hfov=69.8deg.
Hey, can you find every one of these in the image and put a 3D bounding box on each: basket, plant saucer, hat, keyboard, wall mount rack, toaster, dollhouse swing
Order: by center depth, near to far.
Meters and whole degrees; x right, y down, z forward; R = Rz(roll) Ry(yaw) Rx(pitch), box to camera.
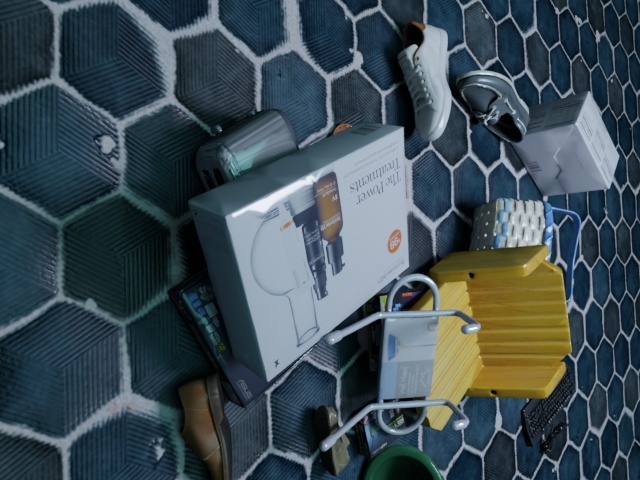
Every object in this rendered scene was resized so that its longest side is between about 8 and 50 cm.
[{"bbox_3d":[-0.106,-0.099,0.780,0.146,0.129,0.227,-35,116,-30],"label":"toaster"},{"bbox_3d":[0.137,0.246,0.860,0.303,0.130,0.351,-1,103,-13],"label":"wall mount rack"},{"bbox_3d":[0.054,-0.206,0.980,0.083,0.013,0.084,2,87,-38],"label":"plant saucer"},{"bbox_3d":[0.384,0.235,1.028,0.305,0.314,0.347,-43,121,-58],"label":"dollhouse swing"},{"bbox_3d":[0.184,0.557,1.031,0.172,0.183,0.209,-20,74,-2],"label":"hat"},{"bbox_3d":[0.546,0.012,1.213,0.288,0.201,0.255,16,76,-5],"label":"basket"},{"bbox_3d":[0.740,0.551,1.463,0.317,0.033,0.202,-25,103,-35],"label":"keyboard"}]

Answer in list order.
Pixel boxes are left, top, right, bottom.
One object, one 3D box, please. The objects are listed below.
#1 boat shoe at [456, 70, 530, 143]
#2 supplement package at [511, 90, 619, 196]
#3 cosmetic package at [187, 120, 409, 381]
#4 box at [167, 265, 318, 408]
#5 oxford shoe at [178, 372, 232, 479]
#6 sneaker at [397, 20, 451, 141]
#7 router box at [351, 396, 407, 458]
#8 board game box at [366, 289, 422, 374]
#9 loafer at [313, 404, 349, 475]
[{"bbox_3d":[0.480,-0.360,1.258,0.319,0.116,0.099,16,74,-41],"label":"boat shoe"},{"bbox_3d":[0.743,-0.284,1.400,0.262,0.204,0.145,46,63,-27],"label":"supplement package"},{"bbox_3d":[0.000,0.000,0.751,0.377,0.097,0.285,-33,129,-36],"label":"cosmetic package"},{"bbox_3d":[-0.124,0.136,0.794,0.183,0.059,0.233,-35,109,-35],"label":"box"},{"bbox_3d":[-0.184,0.321,0.744,0.075,0.076,0.213,-10,97,-8],"label":"oxford shoe"},{"bbox_3d":[0.229,-0.376,1.082,0.123,0.106,0.290,8,75,-28],"label":"sneaker"},{"bbox_3d":[0.129,0.393,0.989,0.122,0.038,0.092,-17,99,-37],"label":"router box"},{"bbox_3d":[0.170,0.201,1.026,0.141,0.048,0.171,-2,89,-37],"label":"board game box"},{"bbox_3d":[0.024,0.385,0.901,0.050,0.056,0.148,-18,108,-38],"label":"loafer"}]
